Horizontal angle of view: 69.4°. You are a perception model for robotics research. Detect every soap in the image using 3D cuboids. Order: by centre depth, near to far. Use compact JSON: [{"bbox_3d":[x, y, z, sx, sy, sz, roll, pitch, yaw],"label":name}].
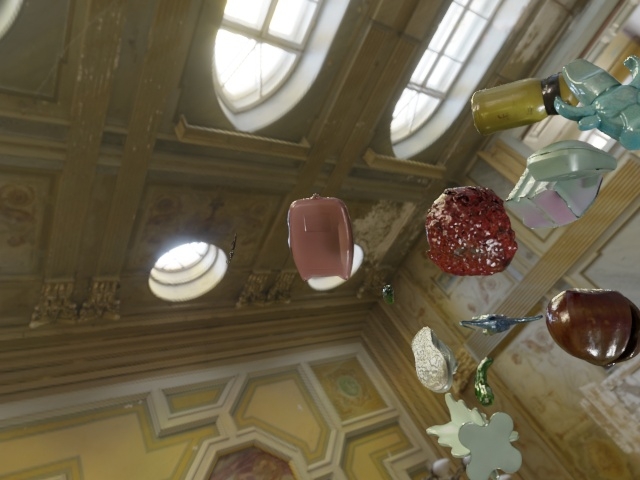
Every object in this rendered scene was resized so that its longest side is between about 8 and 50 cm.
[{"bbox_3d":[0.839,-0.195,1.646,0.156,0.261,0.446,54,-135,-4],"label":"soap"}]

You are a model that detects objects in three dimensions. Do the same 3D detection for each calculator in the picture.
[{"bbox_3d":[0.000,0.000,1.534,0.219,0.330,0.048,-2,-152,10],"label":"calculator"}]

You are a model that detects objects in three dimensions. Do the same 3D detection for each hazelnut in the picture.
[{"bbox_3d":[0.732,0.231,1.250,0.251,0.217,0.217,14,-147,-14],"label":"hazelnut"}]

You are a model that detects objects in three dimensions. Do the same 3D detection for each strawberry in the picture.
[{"bbox_3d":[0.426,-0.016,1.266,0.274,0.274,0.220,-1,-158,-40],"label":"strawberry"}]

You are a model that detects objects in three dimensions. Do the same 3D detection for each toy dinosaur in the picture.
[{"bbox_3d":[0.664,0.315,1.769,0.362,0.147,0.077,0,-112,-17],"label":"toy dinosaur"}]

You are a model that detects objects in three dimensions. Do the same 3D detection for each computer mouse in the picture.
[{"bbox_3d":[0.660,-0.213,1.219,0.288,0.159,0.097,-8,-95,-38],"label":"computer mouse"}]

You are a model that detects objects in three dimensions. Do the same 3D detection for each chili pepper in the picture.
[{"bbox_3d":[0.515,0.450,1.446,0.050,0.073,0.182,13,-144,8],"label":"chili pepper"}]

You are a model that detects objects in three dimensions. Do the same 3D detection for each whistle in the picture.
[{"bbox_3d":[0.624,-0.293,0.994,0.274,0.186,0.093,65,-172,28],"label":"whistle"}]

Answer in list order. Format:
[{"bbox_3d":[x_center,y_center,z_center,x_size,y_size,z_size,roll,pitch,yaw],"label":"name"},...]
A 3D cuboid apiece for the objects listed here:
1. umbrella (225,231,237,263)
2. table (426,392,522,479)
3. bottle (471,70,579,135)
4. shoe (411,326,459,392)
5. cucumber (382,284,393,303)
[{"bbox_3d":[-0.322,0.029,1.707,0.022,0.122,0.013,17,169,-4],"label":"umbrella"},{"bbox_3d":[0.363,0.469,1.123,0.166,0.167,0.198,25,172,-6],"label":"table"},{"bbox_3d":[0.749,-0.501,1.681,0.351,0.172,0.171,-6,-171,36],"label":"bottle"},{"bbox_3d":[0.425,0.442,1.627,0.159,0.124,0.316,39,-161,-17],"label":"shoe"},{"bbox_3d":[0.217,0.171,1.486,0.037,0.155,0.037,-4,-116,7],"label":"cucumber"}]
